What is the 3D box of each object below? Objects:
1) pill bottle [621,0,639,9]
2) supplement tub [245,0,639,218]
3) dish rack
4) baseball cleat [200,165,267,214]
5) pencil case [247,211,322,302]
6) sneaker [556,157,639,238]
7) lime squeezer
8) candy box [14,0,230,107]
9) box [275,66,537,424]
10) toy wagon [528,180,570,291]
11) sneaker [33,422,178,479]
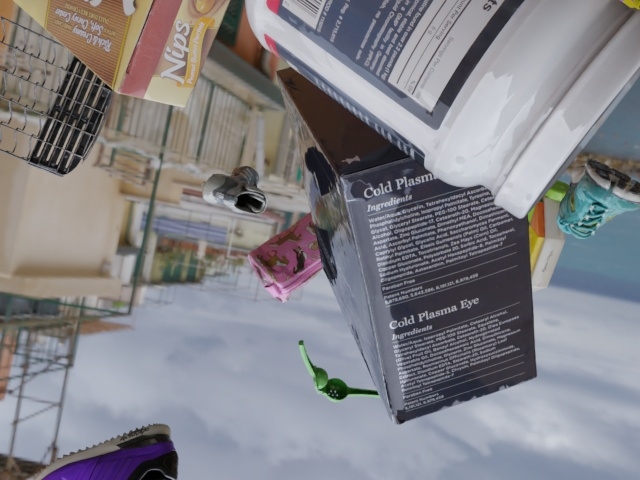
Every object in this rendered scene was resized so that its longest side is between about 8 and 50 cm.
[{"bbox_3d":[0.319,-0.225,0.726,0.083,0.043,0.043,39,171,-18],"label":"pill bottle"},{"bbox_3d":[0.096,-0.164,0.548,0.272,0.191,0.191,39,-173,13],"label":"supplement tub"},{"bbox_3d":[-0.453,-0.220,1.053,0.271,0.208,0.074,22,171,-16],"label":"dish rack"},{"bbox_3d":[-0.134,-0.082,1.270,0.109,0.072,0.206,25,-161,12],"label":"baseball cleat"},{"bbox_3d":[0.000,0.000,1.830,0.386,0.160,0.167,-34,178,-12],"label":"pencil case"},{"bbox_3d":[0.416,-0.051,1.075,0.107,0.110,0.275,30,-175,10],"label":"sneaker"},{"bbox_3d":[0.029,0.314,1.591,0.310,0.059,0.109,35,144,-32],"label":"lime squeezer"},{"bbox_3d":[-0.219,-0.290,0.728,0.316,0.183,0.087,40,-157,32],"label":"candy box"},{"bbox_3d":[0.093,-0.030,0.841,0.178,0.313,0.343,-17,-148,-5],"label":"box"},{"bbox_3d":[0.410,-0.043,1.493,0.068,0.267,0.344,5,-149,-10],"label":"toy wagon"},{"bbox_3d":[-0.403,0.464,1.341,0.293,0.102,0.146,-22,-127,-15],"label":"sneaker"}]
